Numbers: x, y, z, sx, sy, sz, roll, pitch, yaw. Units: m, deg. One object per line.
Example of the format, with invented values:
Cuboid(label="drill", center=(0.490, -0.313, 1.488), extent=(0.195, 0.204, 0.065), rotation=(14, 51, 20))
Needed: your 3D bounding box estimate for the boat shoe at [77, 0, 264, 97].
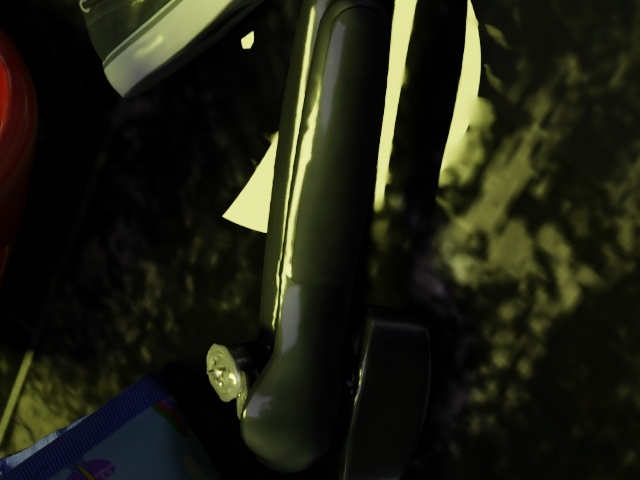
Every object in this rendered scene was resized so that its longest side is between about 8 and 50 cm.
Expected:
Cuboid(label="boat shoe", center=(-0.032, -0.093, 0.464), extent=(0.142, 0.049, 0.040), rotation=(-31, 92, 41))

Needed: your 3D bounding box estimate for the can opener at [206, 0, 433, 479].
Cuboid(label="can opener", center=(0.000, 0.000, 0.490), extent=(0.059, 0.073, 0.186), rotation=(-132, 40, -60))

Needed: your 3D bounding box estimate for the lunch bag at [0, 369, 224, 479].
Cuboid(label="lunch bag", center=(-0.123, 0.220, 0.512), extent=(0.138, 0.293, 0.221), rotation=(-32, 92, 40))

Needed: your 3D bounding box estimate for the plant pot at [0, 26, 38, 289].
Cuboid(label="plant pot", center=(-0.212, 0.001, 0.543), extent=(0.191, 0.191, 0.174), rotation=(36, 133, 15))
